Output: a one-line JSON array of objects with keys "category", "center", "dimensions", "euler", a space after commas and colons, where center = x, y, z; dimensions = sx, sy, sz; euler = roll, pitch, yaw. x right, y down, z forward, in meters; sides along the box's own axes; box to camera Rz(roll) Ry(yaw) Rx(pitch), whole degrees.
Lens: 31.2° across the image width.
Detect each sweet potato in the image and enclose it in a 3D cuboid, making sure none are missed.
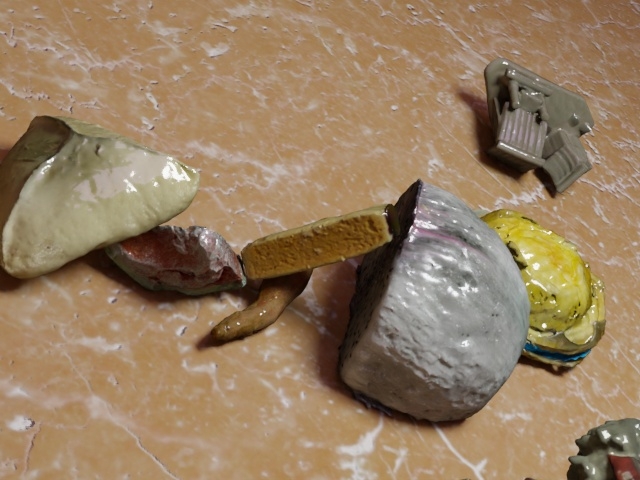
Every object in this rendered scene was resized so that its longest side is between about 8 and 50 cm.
[{"category": "sweet potato", "center": [-0.067, 0.074, 1.372], "dimensions": [0.050, 0.050, 0.214], "euler": [39, 41, 5]}]

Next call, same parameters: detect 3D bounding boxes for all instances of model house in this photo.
[{"category": "model house", "center": [0.361, -0.180, 1.924], "dimensions": [0.229, 0.122, 0.188], "euler": [26, 40, -18]}]

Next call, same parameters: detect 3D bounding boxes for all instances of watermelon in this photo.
[{"category": "watermelon", "center": [-0.159, 0.021, 1.303], "dimensions": [0.187, 0.139, 0.071], "euler": [15, 72, -25]}]

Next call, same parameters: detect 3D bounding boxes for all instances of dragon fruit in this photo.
[{"category": "dragon fruit", "center": [0.161, 0.074, 1.420], "dimensions": [0.221, 0.204, 0.283], "euler": [30, 38, -8]}]

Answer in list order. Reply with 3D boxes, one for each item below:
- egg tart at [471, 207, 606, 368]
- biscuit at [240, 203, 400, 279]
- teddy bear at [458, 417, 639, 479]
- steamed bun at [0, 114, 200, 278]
[{"category": "egg tart", "center": [0.301, 0.049, 1.637], "dimensions": [0.291, 0.107, 0.290], "euler": [21, 39, -18]}, {"category": "biscuit", "center": [0.000, 0.000, 1.355], "dimensions": [0.056, 0.188, 0.052], "euler": [-58, 131, -68]}, {"category": "teddy bear", "center": [0.327, 0.336, 1.150], "dimensions": [0.357, 0.368, 0.224], "euler": [-10, 97, -34]}, {"category": "steamed bun", "center": [-0.282, -0.075, 1.273], "dimensions": [0.231, 0.110, 0.212], "euler": [-27, 44, -25]}]
